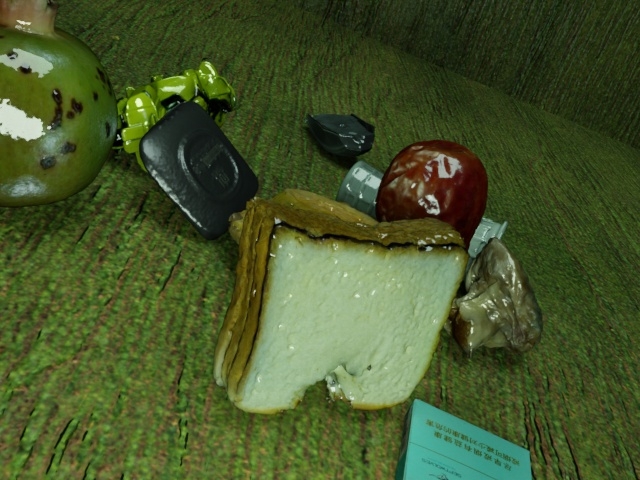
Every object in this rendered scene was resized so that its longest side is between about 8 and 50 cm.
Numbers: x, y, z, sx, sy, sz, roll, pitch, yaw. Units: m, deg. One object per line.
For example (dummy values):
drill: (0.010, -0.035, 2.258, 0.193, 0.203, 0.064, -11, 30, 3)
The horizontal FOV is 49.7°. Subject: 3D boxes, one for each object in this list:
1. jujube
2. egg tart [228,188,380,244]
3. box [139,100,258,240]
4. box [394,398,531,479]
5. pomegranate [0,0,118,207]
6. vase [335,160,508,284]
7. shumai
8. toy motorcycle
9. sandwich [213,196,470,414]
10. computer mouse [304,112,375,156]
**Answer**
jujube: (0.178, -0.032, 1.115, 0.190, 0.255, 0.190, -3, 23, 1)
egg tart: (0.000, 0.000, 1.051, 0.288, 0.118, 0.288, 18, 13, -4)
box: (-0.190, -0.119, 1.111, 0.201, 0.042, 0.212, 51, 33, -15)
box: (0.161, 0.292, 0.778, 0.162, 0.041, 0.229, 24, 27, 1)
pomegranate: (-0.389, -0.206, 0.931, 0.291, 0.323, 0.291, 30, 4, -3)
vase: (0.180, -0.039, 1.275, 0.299, 0.143, 0.143, 28, 28, 13)
shumai: (0.264, 0.104, 1.093, 0.153, 0.209, 0.161, -28, 48, -1)
toy motorcycle: (-0.270, -0.237, 1.265, 0.206, 0.142, 0.342, -12, 24, 14)
sandwich: (0.023, 0.087, 0.809, 0.273, 0.249, 0.095, 5, 20, -31)
computer mouse: (0.045, -0.240, 1.592, 0.126, 0.071, 0.231, -7, 28, -22)
